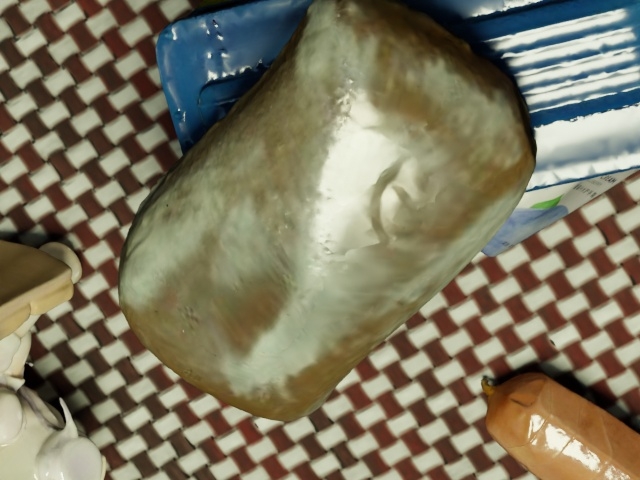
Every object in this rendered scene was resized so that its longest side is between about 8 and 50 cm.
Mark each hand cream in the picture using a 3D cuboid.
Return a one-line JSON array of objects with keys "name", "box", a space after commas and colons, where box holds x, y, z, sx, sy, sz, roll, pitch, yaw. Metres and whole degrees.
[{"name": "hand cream", "box": [0.132, -0.028, 1.132, 0.142, 0.084, 0.053, -22, 75, 22]}]

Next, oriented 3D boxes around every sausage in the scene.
[{"name": "sausage", "box": [0.176, 0.139, 1.188, 0.169, 0.065, 0.065, 34, 111, -4]}]

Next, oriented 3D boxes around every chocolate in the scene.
[{"name": "chocolate", "box": [-0.002, 0.000, 0.975, 0.157, 0.080, 0.254, 33, 120, -16]}]

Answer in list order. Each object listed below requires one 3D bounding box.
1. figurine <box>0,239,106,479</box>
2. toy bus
[{"name": "figurine", "box": [-0.211, 0.124, 1.219, 0.162, 0.141, 0.237, 9, 116, 36]}, {"name": "toy bus", "box": [0.070, -0.104, 1.057, 0.287, 0.175, 0.138, -12, 106, 13]}]
